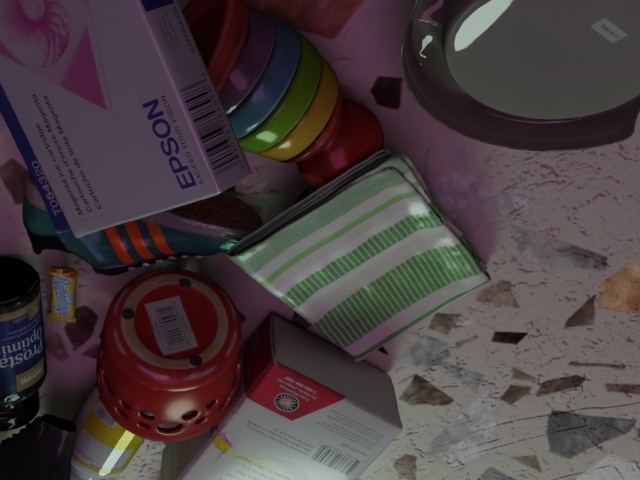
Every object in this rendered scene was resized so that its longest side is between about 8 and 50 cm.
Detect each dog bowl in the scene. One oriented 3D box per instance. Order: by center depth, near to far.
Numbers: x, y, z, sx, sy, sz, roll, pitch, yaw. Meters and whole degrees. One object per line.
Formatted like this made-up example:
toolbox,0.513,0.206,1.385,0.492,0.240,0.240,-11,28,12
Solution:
dog bowl,0.264,-0.237,1.144,0.348,0.102,0.349,4,151,2

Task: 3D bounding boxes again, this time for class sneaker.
sneaker,-0.227,-0.014,1.316,0.302,0.108,0.121,11,120,-2
sneaker,-0.420,0.295,1.467,0.083,0.222,0.118,17,85,-52

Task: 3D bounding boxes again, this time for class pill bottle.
pill bottle,-0.430,0.141,1.374,0.122,0.123,0.219,1,121,-6
pill bottle,-0.306,0.274,1.474,0.103,0.103,0.184,26,115,-19

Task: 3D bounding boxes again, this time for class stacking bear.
stacking bear,-0.044,-0.158,1.217,0.289,0.175,0.164,31,76,-32

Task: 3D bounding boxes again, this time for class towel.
towel,0.066,0.031,1.334,0.247,0.038,0.325,-32,140,11

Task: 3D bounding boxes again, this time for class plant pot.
plant pot,-0.190,0.141,1.326,0.191,0.191,0.174,9,147,-10

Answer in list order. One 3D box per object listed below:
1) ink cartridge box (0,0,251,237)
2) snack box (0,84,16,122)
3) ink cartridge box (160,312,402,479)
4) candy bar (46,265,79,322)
ink cartridge box,-0.268,-0.170,1.100,0.330,0.071,0.324,-15,105,37
snack box,-0.353,-0.224,1.197,0.064,0.022,0.178,3,113,20
ink cartridge box,-0.063,0.288,1.488,0.226,0.131,0.306,30,115,-21
candy bar,-0.342,0.072,1.365,0.040,0.018,0.161,12,151,-9
